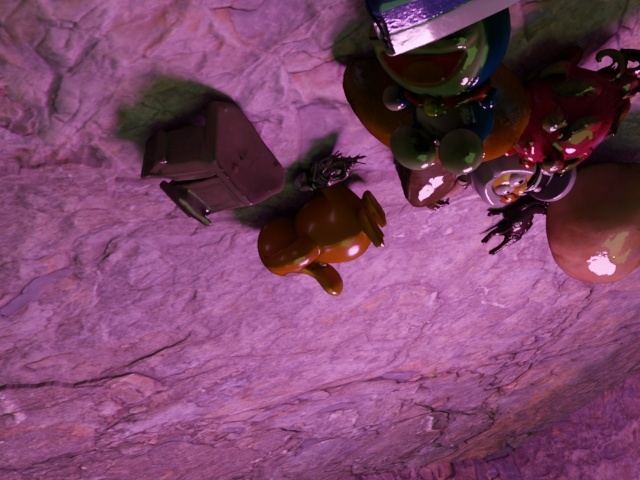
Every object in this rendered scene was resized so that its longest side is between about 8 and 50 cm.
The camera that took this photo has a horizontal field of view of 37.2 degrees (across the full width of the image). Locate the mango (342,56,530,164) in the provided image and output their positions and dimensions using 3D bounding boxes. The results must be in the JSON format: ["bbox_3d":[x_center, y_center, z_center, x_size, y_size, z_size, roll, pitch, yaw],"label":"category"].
[{"bbox_3d":[0.187,-0.222,1.537,0.316,0.192,0.146,8,175,-16],"label":"mango"}]

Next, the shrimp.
[{"bbox_3d":[0.018,-0.126,1.713,0.065,0.056,0.165,-13,169,-46],"label":"shrimp"}]

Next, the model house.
[{"bbox_3d":[-0.186,-0.112,1.554,0.188,0.122,0.229,-17,141,21],"label":"model house"}]

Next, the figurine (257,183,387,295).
[{"bbox_3d":[0.002,-0.009,1.826,0.215,0.215,0.228,14,123,-47],"label":"figurine"}]

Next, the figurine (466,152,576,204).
[{"bbox_3d":[0.380,-0.139,1.869,0.236,0.133,0.176,6,140,-46],"label":"figurine"}]

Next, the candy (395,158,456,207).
[{"bbox_3d":[0.196,-0.159,1.736,0.102,0.104,0.234,-13,152,-4],"label":"candy"}]

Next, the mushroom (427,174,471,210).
[{"bbox_3d":[0.250,-0.105,1.871,0.060,0.061,0.187,-16,173,-20],"label":"mushroom"}]

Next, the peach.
[{"bbox_3d":[0.626,-0.044,2.090,0.292,0.247,0.292,-34,169,-8],"label":"peach"}]

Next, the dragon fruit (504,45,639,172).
[{"bbox_3d":[0.443,-0.240,1.687,0.273,0.198,0.218,-37,127,-19],"label":"dragon fruit"}]

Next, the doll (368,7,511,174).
[{"bbox_3d":[0.173,-0.268,1.370,0.186,0.198,0.322,-42,135,-47],"label":"doll"}]

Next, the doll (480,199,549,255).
[{"bbox_3d":[0.452,-0.044,2.172,0.165,0.057,0.139,-22,150,-8],"label":"doll"}]

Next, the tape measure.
[{"bbox_3d":[0.148,-0.377,1.141,0.259,0.262,0.138,-23,145,5],"label":"tape measure"}]
